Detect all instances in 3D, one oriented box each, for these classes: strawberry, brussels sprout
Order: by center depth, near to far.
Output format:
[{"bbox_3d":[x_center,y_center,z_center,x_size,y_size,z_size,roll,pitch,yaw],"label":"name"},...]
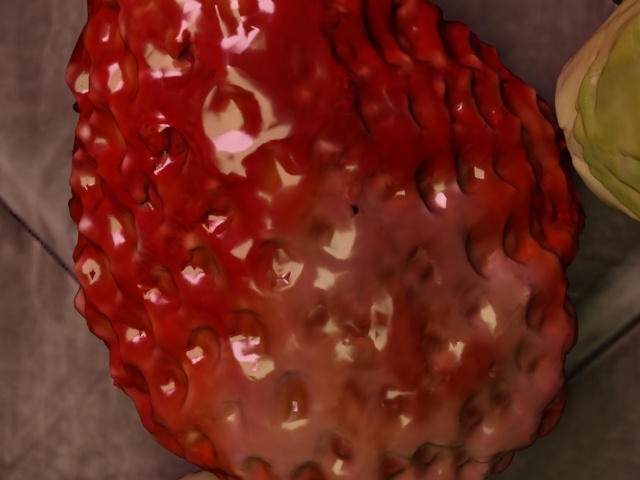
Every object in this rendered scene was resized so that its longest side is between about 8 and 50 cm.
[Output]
[{"bbox_3d":[0.000,0.000,0.822,0.265,0.149,0.336,-22,121,4],"label":"strawberry"},{"bbox_3d":[0.213,-0.067,0.827,0.181,0.143,0.161,-30,119,37],"label":"brussels sprout"}]

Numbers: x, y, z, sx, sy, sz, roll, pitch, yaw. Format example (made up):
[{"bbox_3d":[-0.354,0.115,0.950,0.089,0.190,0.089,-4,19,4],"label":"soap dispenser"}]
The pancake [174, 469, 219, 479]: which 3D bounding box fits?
[{"bbox_3d":[-0.018,0.321,0.962,0.382,0.071,0.382,0,96,-5],"label":"pancake"}]
